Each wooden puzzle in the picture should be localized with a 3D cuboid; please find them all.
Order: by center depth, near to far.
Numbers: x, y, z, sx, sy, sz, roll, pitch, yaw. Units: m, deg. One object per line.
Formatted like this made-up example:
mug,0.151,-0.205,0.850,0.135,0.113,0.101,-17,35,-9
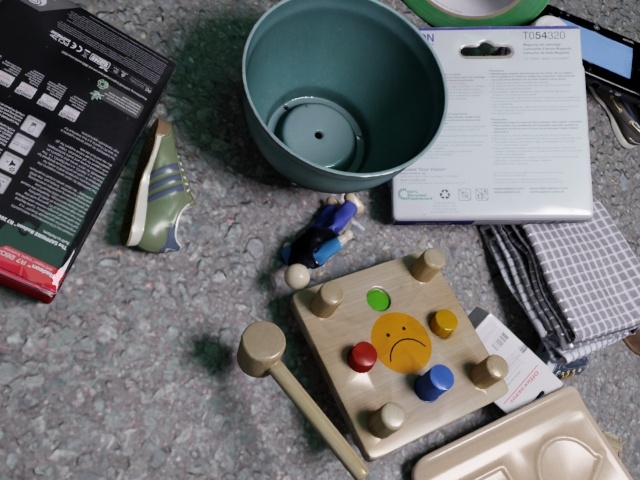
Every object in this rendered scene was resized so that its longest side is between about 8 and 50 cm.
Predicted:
wooden puzzle,0.343,0.441,0.983,0.322,0.080,0.348,-20,69,-17

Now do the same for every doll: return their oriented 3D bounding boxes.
doll,0.000,0.000,0.970,0.046,0.129,0.189,58,46,-25

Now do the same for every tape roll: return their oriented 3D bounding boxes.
tape roll,0.268,-0.512,1.139,0.321,0.321,0.077,37,61,-13

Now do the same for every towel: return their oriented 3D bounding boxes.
towel,0.449,0.055,1.152,0.235,0.121,0.284,-10,65,-30

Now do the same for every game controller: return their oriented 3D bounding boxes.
game controller,0.569,-0.398,1.368,0.319,0.067,0.166,23,67,-2

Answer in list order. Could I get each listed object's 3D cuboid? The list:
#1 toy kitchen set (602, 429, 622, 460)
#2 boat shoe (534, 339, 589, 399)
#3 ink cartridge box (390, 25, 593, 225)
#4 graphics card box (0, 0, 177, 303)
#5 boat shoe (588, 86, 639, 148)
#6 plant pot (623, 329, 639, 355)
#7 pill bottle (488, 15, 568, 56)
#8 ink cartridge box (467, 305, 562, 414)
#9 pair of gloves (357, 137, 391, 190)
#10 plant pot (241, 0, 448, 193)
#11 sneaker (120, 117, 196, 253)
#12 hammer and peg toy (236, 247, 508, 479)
toy kitchen set,0.493,0.386,1.165,0.068,0.075,0.083,23,21,19
boat shoe,0.421,0.226,1.148,0.083,0.065,0.183,43,59,-5
ink cartridge box,0.277,-0.190,1.088,0.324,0.071,0.330,0,80,1
graphics card box,-0.367,-0.132,0.831,0.232,0.094,0.371,27,66,-18
boat shoe,0.663,-0.316,1.432,0.081,0.068,0.228,-29,90,-30
plant pot,0.696,0.136,1.261,0.167,0.165,0.167,9,71,-25
pill bottle,0.372,-0.322,1.211,0.108,0.193,0.108,8,71,-25
ink cartridge box,0.296,0.209,1.073,0.180,0.060,0.104,43,87,-10
pair of gloves,0.083,-0.157,1.113,0.198,0.023,0.159,3,74,-27
plant pot,0.016,-0.191,0.971,0.293,0.196,0.293,5,71,-13
sneaker,-0.216,-0.070,0.913,0.086,0.064,0.192,19,68,-29
hammer and peg toy,0.071,0.174,0.917,0.361,0.127,0.266,-17,67,-27
